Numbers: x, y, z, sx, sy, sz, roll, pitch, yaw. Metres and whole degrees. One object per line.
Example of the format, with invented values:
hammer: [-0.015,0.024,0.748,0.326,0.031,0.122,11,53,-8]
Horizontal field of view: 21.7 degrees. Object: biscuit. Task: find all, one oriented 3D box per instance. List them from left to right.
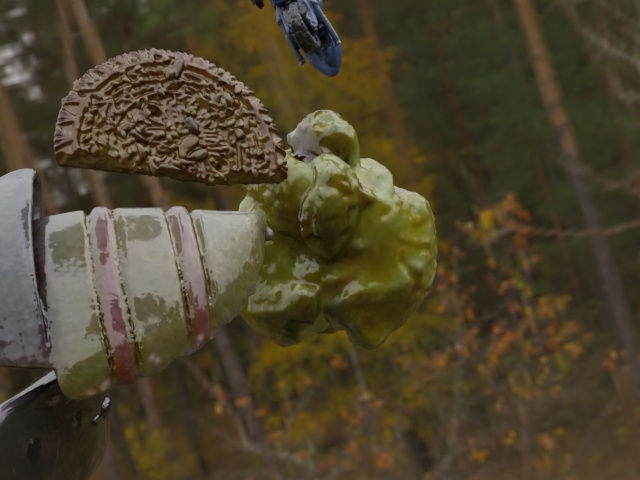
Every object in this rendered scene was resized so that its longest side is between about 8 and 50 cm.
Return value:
biscuit: [-0.126,-0.107,1.422,0.206,0.126,0.025,4,-24,-23]

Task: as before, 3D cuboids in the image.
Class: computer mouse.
computer mouse: [-0.249,0.181,1.580,0.057,0.120,0.232,0,13,18]

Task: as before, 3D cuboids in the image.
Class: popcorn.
popcorn: [-0.004,-0.005,1.957,0.276,0.276,0.225,-17,24,-10]

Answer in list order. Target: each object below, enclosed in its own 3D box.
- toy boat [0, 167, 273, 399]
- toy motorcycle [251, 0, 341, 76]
toy boat: [-0.209,0.035,1.579,0.293,0.111,0.276,8,42,4]
toy motorcycle: [-0.032,-0.291,1.958,0.076,0.205,0.114,-28,-30,14]
